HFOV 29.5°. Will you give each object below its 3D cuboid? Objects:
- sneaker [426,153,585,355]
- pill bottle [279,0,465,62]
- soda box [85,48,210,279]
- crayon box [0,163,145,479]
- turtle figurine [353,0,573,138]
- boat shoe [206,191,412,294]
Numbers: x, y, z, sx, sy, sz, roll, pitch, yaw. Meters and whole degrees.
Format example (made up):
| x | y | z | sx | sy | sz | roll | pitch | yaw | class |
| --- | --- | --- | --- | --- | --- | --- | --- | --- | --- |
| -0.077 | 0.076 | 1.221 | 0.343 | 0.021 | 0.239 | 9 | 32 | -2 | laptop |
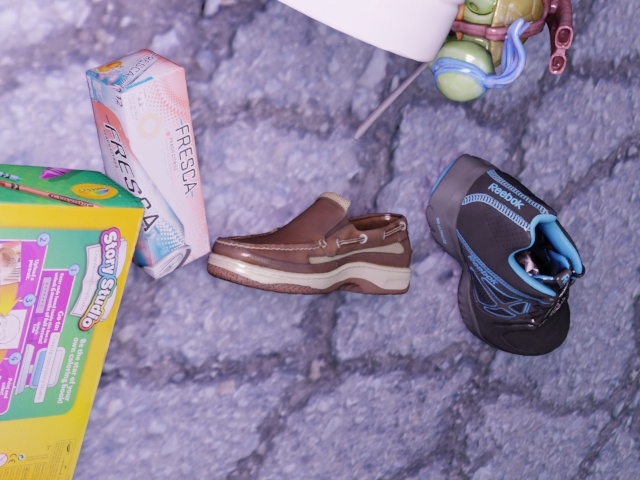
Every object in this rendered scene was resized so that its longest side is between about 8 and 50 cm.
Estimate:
| x | y | z | sx | sy | sz | roll | pitch | yaw | class |
| --- | --- | --- | --- | --- | --- | --- | --- | --- | --- |
| 0.230 | 0.049 | 1.380 | 0.125 | 0.140 | 0.341 | -50 | 139 | -12 | sneaker |
| 0.090 | -0.340 | 0.820 | 0.229 | 0.229 | 0.407 | 10 | 112 | -47 | pill bottle |
| -0.142 | -0.063 | 1.016 | 0.063 | 0.058 | 0.183 | -28 | 130 | -30 | soda box |
| -0.259 | 0.081 | 0.971 | 0.165 | 0.081 | 0.278 | 1 | 112 | -45 | crayon box |
| 0.111 | -0.248 | 1.055 | 0.198 | 0.275 | 0.266 | 42 | 70 | -28 | turtle figurine |
| -0.006 | -0.001 | 1.172 | 0.257 | 0.095 | 0.095 | 3 | 97 | -51 | boat shoe |
